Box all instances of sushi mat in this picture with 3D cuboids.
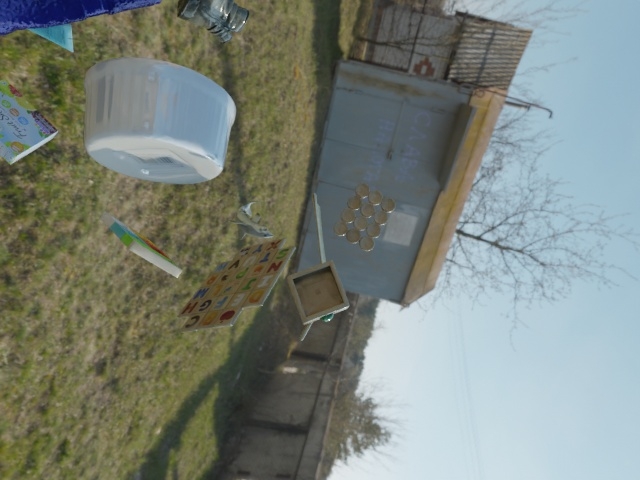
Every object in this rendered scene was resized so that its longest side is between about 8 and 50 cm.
[{"bbox_3d":[0.000,0.000,1.529,0.151,0.019,0.317,64,19,-74],"label":"sushi mat"}]

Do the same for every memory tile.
[{"bbox_3d":[0.108,-0.059,1.054,0.148,0.113,0.012,-60,173,-5],"label":"memory tile"}]

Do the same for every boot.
[{"bbox_3d":[-0.249,-0.628,1.106,0.246,0.161,0.084,-22,-115,43],"label":"boot"}]

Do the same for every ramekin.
[{"bbox_3d":[-0.307,-0.209,0.818,0.277,0.276,0.135,77,14,-77],"label":"ramekin"}]

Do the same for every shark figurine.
[{"bbox_3d":[-0.308,-0.068,1.727,0.278,0.166,0.116,-124,-136,-52],"label":"shark figurine"}]

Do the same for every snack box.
[{"bbox_3d":[-0.973,-0.370,1.330,0.070,0.207,0.175,-24,-154,37],"label":"snack box"}]

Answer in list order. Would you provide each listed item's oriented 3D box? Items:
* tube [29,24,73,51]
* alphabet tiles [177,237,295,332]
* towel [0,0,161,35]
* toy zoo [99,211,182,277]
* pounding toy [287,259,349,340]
[{"bbox_3d":[-0.828,-0.638,1.264,0.080,0.206,0.052,113,2,-46],"label":"tube"},{"bbox_3d":[-0.223,0.109,1.143,0.011,0.284,0.343,62,33,-26],"label":"alphabet tiles"},{"bbox_3d":[-0.431,-0.485,0.704,0.308,0.076,0.228,-31,151,-27],"label":"towel"},{"bbox_3d":[-0.572,0.003,1.336,0.030,0.293,0.192,-53,139,-9],"label":"toy zoo"},{"bbox_3d":[-0.011,0.140,0.983,0.100,0.130,0.141,98,-29,-76],"label":"pounding toy"}]
